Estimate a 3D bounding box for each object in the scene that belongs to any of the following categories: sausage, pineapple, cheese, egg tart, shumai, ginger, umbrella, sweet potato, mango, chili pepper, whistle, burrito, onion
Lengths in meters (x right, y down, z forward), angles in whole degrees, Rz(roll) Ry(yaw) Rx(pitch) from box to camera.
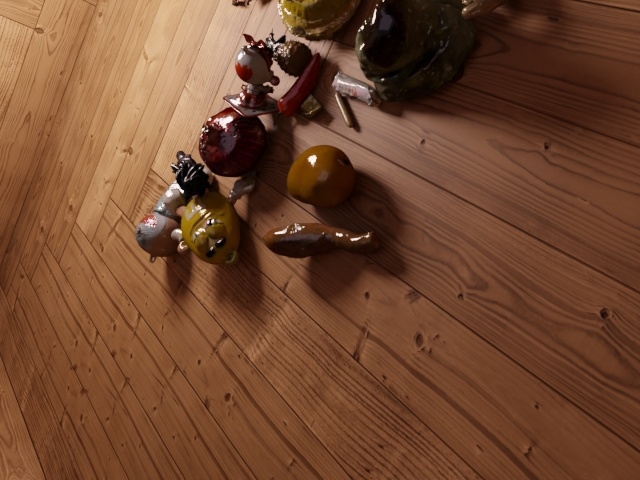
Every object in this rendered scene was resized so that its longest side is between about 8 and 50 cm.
[{"bbox_3d":[0.070,-0.381,1.655,0.024,0.024,0.132,-37,57,32],"label":"sausage"},{"bbox_3d":[-0.123,-0.609,1.837,0.251,0.125,0.125,45,111,46],"label":"pineapple"},{"bbox_3d":[-0.025,-0.405,1.740,0.060,0.041,0.084,-44,38,18],"label":"cheese"},{"bbox_3d":[-0.012,-0.753,1.712,0.290,0.115,0.290,-7,74,23],"label":"egg tart"},{"bbox_3d":[0.190,-0.520,1.411,0.309,0.263,0.304,-48,54,25],"label":"shumai"},{"bbox_3d":[0.396,-0.640,1.367,0.149,0.065,0.258,-11,57,10],"label":"ginger"},{"bbox_3d":[-0.465,-0.252,1.973,0.118,0.118,0.340,-61,30,15],"label":"umbrella"},{"bbox_3d":[0.000,0.000,1.584,0.385,0.109,0.109,0,80,31],"label":"sweet potato"},{"bbox_3d":[-0.003,-0.185,1.601,0.254,0.139,0.175,20,91,50],"label":"mango"},{"bbox_3d":[-0.070,-0.468,1.776,0.272,0.071,0.063,-50,32,21],"label":"chili pepper"},{"bbox_3d":[-0.590,-0.083,2.123,0.189,0.189,0.348,3,72,44],"label":"whistle"},{"bbox_3d":[0.103,-0.432,1.611,0.203,0.064,0.064,39,107,45],"label":"burrito"},{"bbox_3d":[-0.302,-0.334,1.862,0.252,0.219,0.252,-12,67,29],"label":"onion"}]

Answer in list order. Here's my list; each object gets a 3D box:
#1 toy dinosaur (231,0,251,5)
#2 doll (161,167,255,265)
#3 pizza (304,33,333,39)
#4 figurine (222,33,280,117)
[{"bbox_3d":[-0.275,-0.975,2.087,0.327,0.113,0.206,22,122,55],"label":"toy dinosaur"},{"bbox_3d":[-0.384,-0.097,1.939,0.423,0.161,0.348,10,71,37],"label":"doll"},{"bbox_3d":[-0.015,-0.693,1.794,0.134,0.046,0.175,-46,53,26],"label":"pizza"},{"bbox_3d":[-0.215,-0.542,1.803,0.183,0.160,0.226,43,141,40],"label":"figurine"}]
